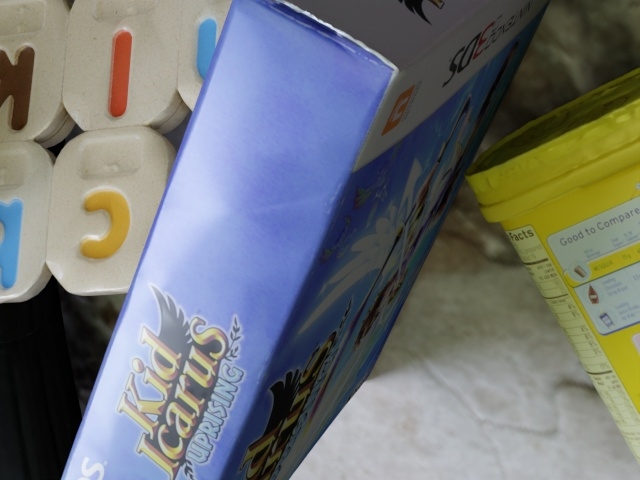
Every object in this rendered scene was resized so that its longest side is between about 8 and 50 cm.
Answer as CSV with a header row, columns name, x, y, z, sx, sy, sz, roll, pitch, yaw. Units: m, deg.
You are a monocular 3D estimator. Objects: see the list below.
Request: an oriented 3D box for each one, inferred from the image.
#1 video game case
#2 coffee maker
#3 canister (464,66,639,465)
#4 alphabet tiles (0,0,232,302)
name,x,y,z,sx,sy,sz,roll,pitch,yaw
video game case,0.000,0.000,0.618,0.061,0.244,0.270,30,120,11
coffee maker,-0.170,0.042,0.791,0.171,0.120,0.178,4,113,22
canister,0.156,0.015,0.652,0.126,0.073,0.170,-26,99,31
alphabet tiles,-0.129,-0.108,0.687,0.284,0.021,0.278,-4,74,24
